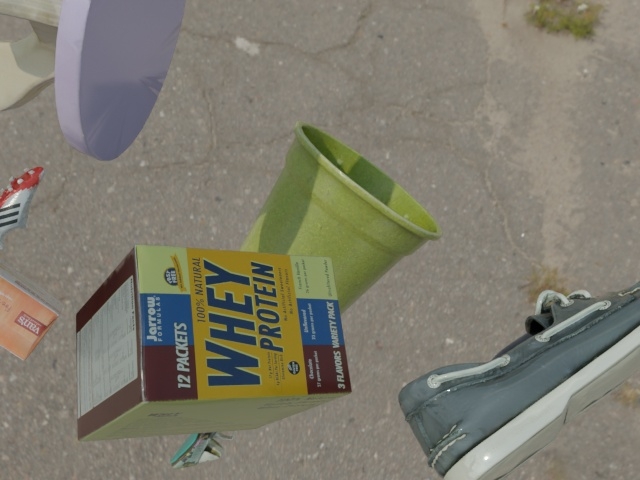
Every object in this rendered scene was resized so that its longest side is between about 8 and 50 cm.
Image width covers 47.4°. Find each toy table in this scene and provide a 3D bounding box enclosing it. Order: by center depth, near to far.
[{"bbox_3d":[-0.242,-0.231,0.704,0.161,0.274,0.252,21,10,10],"label":"toy table"}]

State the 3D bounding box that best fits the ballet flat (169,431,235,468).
[{"bbox_3d":[-0.208,0.373,1.409,0.079,0.221,0.077,32,16,-8],"label":"ballet flat"}]

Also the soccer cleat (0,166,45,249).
[{"bbox_3d":[-0.269,-0.029,0.646,0.029,0.035,0.083,13,62,48],"label":"soccer cleat"}]

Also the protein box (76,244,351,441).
[{"bbox_3d":[-0.113,0.106,0.712,0.199,0.201,0.136,5,66,-32],"label":"protein box"}]

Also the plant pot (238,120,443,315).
[{"bbox_3d":[0.000,0.000,1.118,0.276,0.254,0.276,35,15,-11],"label":"plant pot"}]

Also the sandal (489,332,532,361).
[{"bbox_3d":[0.383,0.215,1.335,0.254,0.097,0.054,-37,49,-13],"label":"sandal"}]

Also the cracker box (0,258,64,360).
[{"bbox_3d":[-0.395,0.062,0.881,0.155,0.232,0.067,38,79,-14],"label":"cracker box"}]

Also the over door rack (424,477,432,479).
[{"bbox_3d":[0.226,0.649,1.570,0.108,0.324,0.239,23,64,-3],"label":"over door rack"}]

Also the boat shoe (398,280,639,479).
[{"bbox_3d":[0.205,0.078,0.594,0.319,0.116,0.099,-33,59,-15],"label":"boat shoe"}]
